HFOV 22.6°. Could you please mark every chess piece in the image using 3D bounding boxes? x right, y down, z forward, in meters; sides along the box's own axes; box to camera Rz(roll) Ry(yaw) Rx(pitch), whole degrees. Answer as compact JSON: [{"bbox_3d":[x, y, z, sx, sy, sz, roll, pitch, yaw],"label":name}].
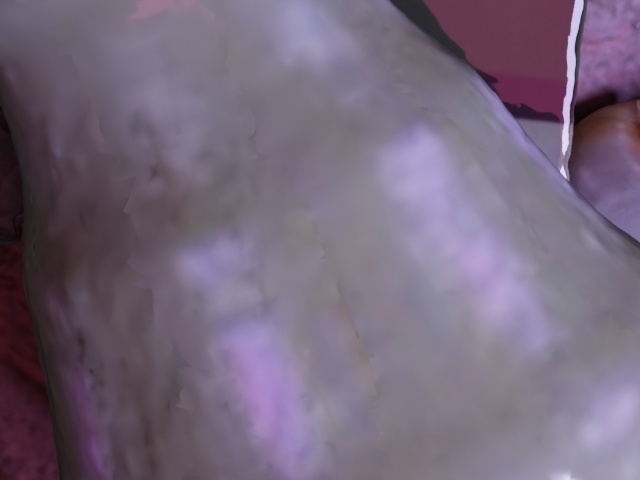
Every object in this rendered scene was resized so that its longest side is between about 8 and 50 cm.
[{"bbox_3d":[-0.042,-0.050,0.511,0.234,0.234,0.442,-27,105,-3],"label":"chess piece"}]

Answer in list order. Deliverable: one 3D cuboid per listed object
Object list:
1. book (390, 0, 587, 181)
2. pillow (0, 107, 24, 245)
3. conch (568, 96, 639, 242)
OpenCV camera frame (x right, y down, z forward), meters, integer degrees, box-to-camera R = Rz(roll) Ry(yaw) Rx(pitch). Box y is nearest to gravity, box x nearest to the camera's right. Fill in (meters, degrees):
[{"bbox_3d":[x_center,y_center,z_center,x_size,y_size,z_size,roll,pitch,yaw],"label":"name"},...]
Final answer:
[{"bbox_3d":[0.000,0.000,0.652,0.201,0.026,0.290,4,109,-3],"label":"book"},{"bbox_3d":[-0.271,-0.017,0.541,0.283,0.138,0.310,-45,122,-3],"label":"pillow"},{"bbox_3d":[0.164,0.037,0.713,0.158,0.127,0.255,19,109,-26],"label":"conch"}]
